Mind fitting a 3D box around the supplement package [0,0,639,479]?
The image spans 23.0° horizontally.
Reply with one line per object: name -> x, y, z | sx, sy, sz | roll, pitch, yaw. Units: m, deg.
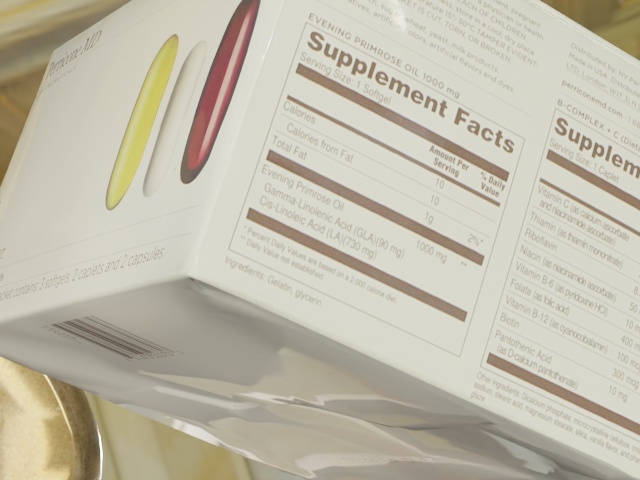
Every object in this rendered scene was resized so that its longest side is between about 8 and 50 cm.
supplement package -> 0.000, 0.000, 0.629 | 0.204, 0.145, 0.262 | 26, -19, -24

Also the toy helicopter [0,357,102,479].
toy helicopter -> -0.256, 0.037, 0.849 | 0.235, 0.355, 0.140 | -50, -14, 11
